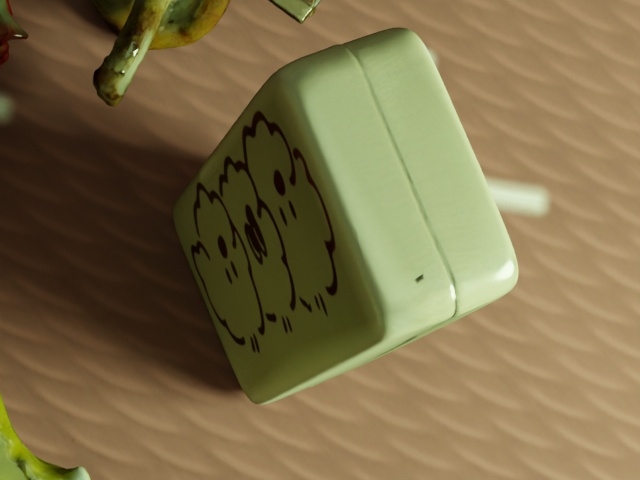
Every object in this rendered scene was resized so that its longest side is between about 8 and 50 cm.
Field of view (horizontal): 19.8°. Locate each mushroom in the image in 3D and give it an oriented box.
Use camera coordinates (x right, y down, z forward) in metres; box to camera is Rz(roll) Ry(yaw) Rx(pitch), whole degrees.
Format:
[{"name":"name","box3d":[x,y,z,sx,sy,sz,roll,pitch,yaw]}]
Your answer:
[{"name":"mushroom","box3d":[-0.111,-0.143,1.131,0.088,0.073,0.129,34,80,-23]}]

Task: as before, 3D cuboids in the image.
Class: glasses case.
[{"name":"glasses case","box3d":[0.000,0.000,0.991,0.076,0.336,0.144,-22,84,-17]}]

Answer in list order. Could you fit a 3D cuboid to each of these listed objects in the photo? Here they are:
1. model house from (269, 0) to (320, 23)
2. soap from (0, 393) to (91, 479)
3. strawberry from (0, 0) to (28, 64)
[{"name":"model house","box3d":[-0.004,-0.333,1.159,0.244,0.169,0.326,36,78,3]},{"name":"soap","box3d":[-0.223,0.168,0.916,0.199,0.315,0.091,-44,92,-18]},{"name":"strawberry","box3d":[-0.327,-0.076,0.989,0.292,0.292,0.343,32,106,-6]}]
